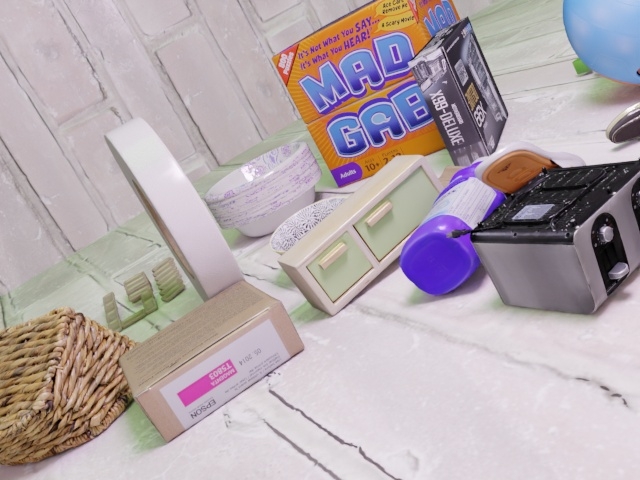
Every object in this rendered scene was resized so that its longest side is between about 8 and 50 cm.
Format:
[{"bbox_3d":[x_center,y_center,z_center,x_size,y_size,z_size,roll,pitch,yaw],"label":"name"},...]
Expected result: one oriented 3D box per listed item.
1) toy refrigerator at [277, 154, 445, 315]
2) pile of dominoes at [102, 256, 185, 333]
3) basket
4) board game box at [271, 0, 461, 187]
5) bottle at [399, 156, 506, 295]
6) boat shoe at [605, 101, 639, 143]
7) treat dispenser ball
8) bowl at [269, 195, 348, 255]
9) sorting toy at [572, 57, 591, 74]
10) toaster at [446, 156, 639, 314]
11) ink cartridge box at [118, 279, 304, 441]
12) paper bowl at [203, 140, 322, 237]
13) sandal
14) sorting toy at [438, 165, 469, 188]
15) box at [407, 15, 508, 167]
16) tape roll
[{"bbox_3d":[0.074,-0.013,1.105,0.269,0.102,0.094,-41,19,-14],"label":"toy refrigerator"},{"bbox_3d":[-0.409,0.135,1.661,0.196,0.040,0.251,-30,25,-10],"label":"pile of dominoes"},{"bbox_3d":[-0.445,0.270,1.173,0.299,0.223,0.213,-19,52,29],"label":"basket"},{"bbox_3d":[0.167,-0.403,1.745,0.356,0.356,0.356,-19,19,29],"label":"board game box"},{"bbox_3d":[0.207,-0.036,1.015,0.118,0.092,0.283,-48,0,41],"label":"bottle"},{"bbox_3d":[0.512,-0.187,1.071,0.152,0.056,0.049,-29,48,15],"label":"boat shoe"},{"bbox_3d":[0.579,-0.419,1.246,0.288,0.288,0.288,-26,16,8],"label":"treat dispenser ball"},{"bbox_3d":[0.000,0.000,1.273,0.170,0.080,0.170,-24,23,11],"label":"bowl"},{"bbox_3d":[0.701,-0.424,1.501,0.196,0.047,0.348,-43,21,-29],"label":"sorting toy"},{"bbox_3d":[0.279,-0.008,0.808,0.168,0.110,0.186,-36,18,-27],"label":"toaster"},{"bbox_3d":[-0.165,0.166,1.041,0.235,0.088,0.193,-32,18,-15],"label":"ink cartridge box"},{"bbox_3d":[-0.127,-0.113,1.712,0.284,0.148,0.284,-25,16,8],"label":"paper bowl"},{"bbox_3d":[0.293,-0.068,0.955,0.102,0.076,0.265,-39,-24,32],"label":"sandal"},{"bbox_3d":[0.197,-0.056,1.228,0.208,0.038,0.193,-37,18,-13],"label":"sorting toy"},{"bbox_3d":[0.293,-0.307,1.455,0.077,0.242,0.307,-19,18,29],"label":"box"},{"bbox_3d":[-0.253,-0.036,1.261,0.072,0.392,0.392,-32,17,-12],"label":"tape roll"}]
